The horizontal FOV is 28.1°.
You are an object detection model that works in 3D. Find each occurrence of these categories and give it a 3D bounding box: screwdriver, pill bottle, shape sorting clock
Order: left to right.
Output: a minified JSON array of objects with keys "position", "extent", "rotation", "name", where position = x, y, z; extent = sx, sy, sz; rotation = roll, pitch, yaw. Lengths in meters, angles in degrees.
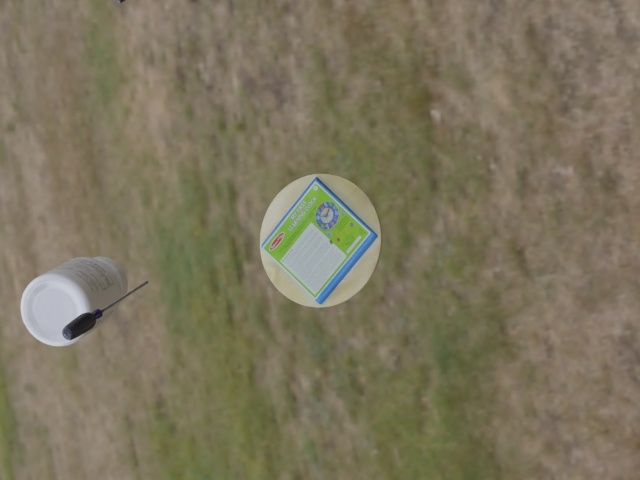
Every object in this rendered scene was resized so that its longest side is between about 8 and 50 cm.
[{"position":[-0.433,0.100,2.294],"extent":[0.229,0.131,0.131],"rotation":[-42,-52,-74],"name":"pill bottle"},{"position":[-0.285,0.091,1.703],"extent":[0.024,0.170,0.025],"rotation":[48,125,5],"name":"screwdriver"},{"position":[0.000,0.000,1.971],"extent":[0.040,0.206,0.206],"rotation":[0,-102,-68],"name":"shape sorting clock"}]

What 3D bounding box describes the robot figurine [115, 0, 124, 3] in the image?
[{"position":[-0.336,-0.483,1.860],"extent":[0.291,0.085,0.211],"rotation":[53,158,-8],"name":"robot figurine"}]
